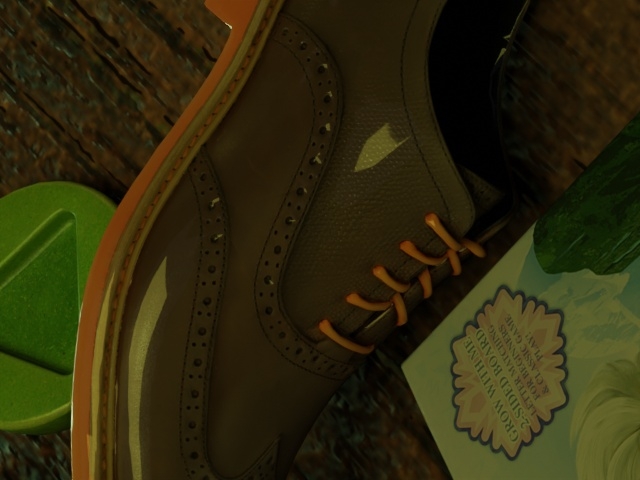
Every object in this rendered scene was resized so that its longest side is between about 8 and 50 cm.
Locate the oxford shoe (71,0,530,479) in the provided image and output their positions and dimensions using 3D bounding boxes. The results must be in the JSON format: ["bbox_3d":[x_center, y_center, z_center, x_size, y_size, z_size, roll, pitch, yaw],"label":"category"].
[{"bbox_3d":[0.000,0.000,0.783,0.132,0.130,0.364,18,91,27],"label":"oxford shoe"}]

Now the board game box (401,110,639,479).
[{"bbox_3d":[0.197,0.071,0.659,0.318,0.066,0.319,-50,47,29],"label":"board game box"}]

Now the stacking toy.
[{"bbox_3d":[-0.093,0.132,0.949,0.309,0.130,0.280,14,78,31],"label":"stacking toy"}]
